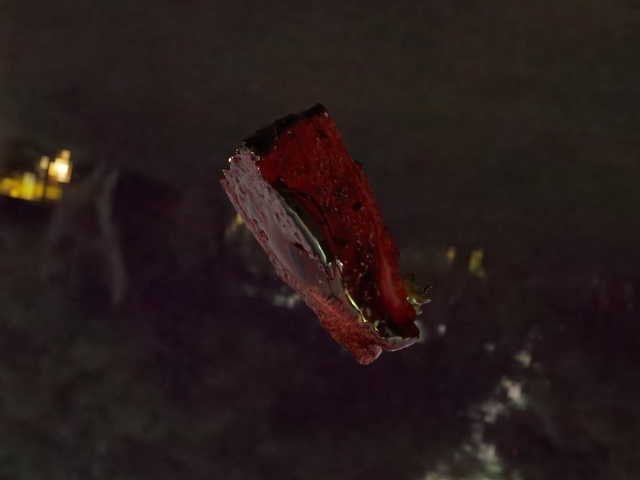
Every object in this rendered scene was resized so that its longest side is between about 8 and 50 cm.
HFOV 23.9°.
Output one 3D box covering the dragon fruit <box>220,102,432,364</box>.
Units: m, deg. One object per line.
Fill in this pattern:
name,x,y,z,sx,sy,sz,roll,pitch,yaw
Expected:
dragon fruit,0.017,-0.008,1.075,0.092,0.192,0.122,-29,162,-15
